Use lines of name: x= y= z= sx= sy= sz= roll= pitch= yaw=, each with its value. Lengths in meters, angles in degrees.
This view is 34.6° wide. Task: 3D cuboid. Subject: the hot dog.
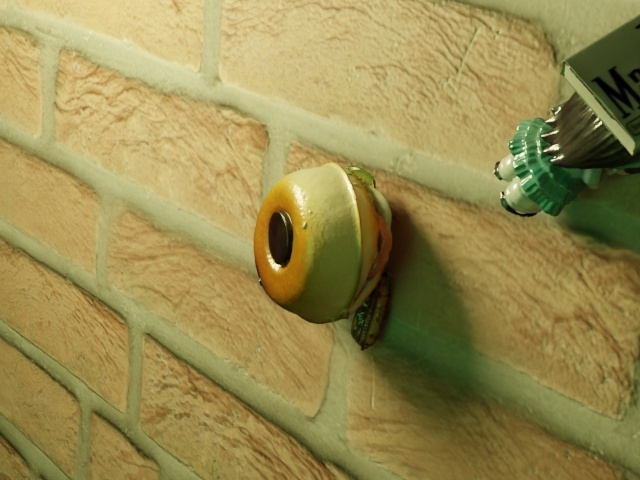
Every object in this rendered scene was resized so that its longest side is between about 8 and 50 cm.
hot dog: x=0.074 y=0.096 z=1.432 sx=0.049 sy=0.037 sz=0.122 roll=44 pitch=124 yaw=46

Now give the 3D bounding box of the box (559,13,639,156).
box: x=0.336 y=-0.170 z=0.985 sx=0.115 sy=0.177 sz=0.036 roll=57 pitch=174 yaw=24

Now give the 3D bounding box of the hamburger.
hamburger: x=0.000 y=0.004 z=1.399 sx=0.237 sy=0.147 sz=0.237 roll=-7 pitch=81 yaw=59

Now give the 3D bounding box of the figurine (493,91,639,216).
figurine: x=0.281 y=-0.113 z=1.104 sx=0.245 sy=0.110 sz=0.138 roll=-35 pitch=57 yaw=53
